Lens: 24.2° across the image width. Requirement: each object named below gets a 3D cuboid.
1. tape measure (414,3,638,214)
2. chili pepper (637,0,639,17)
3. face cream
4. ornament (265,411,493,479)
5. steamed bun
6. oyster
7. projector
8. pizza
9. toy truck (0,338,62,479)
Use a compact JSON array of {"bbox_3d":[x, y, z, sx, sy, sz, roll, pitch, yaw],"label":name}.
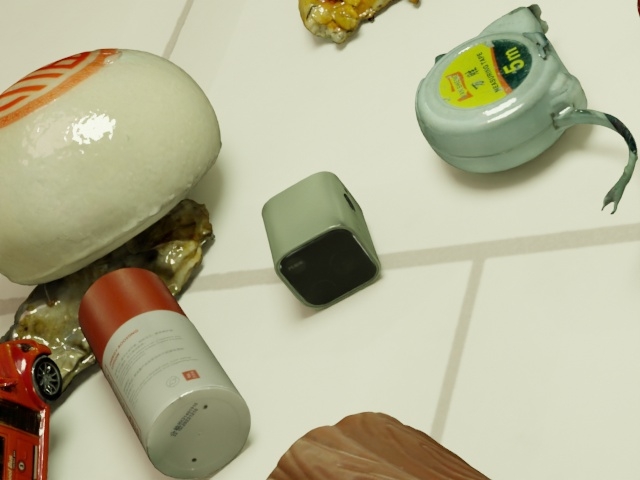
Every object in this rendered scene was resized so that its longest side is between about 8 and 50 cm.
[{"bbox_3d":[0.183,-0.081,1.306,0.164,0.084,0.330,-31,38,12],"label":"tape measure"},{"bbox_3d":[0.315,-0.229,1.397,0.045,0.027,0.178,-21,42,13],"label":"chili pepper"},{"bbox_3d":[-0.146,0.115,1.358,0.096,0.096,0.214,-39,39,-1],"label":"face cream"},{"bbox_3d":[0.071,0.231,1.013,0.221,0.235,0.217,-25,30,-24],"label":"ornament"},{"bbox_3d":[-0.247,-0.094,1.517,0.283,0.177,0.283,-29,16,9],"label":"steamed bun"},{"bbox_3d":[-0.239,0.079,1.492,0.345,0.078,0.129,-46,48,-14],"label":"oyster"},{"bbox_3d":[0.000,0.000,1.369,0.083,0.083,0.082,-29,40,11],"label":"projector"},{"bbox_3d":[0.078,-0.342,1.645,0.229,0.081,0.289,1,51,37],"label":"pizza"},{"bbox_3d":[-0.308,0.205,1.343,0.107,0.114,0.252,-16,62,26],"label":"toy truck"}]
